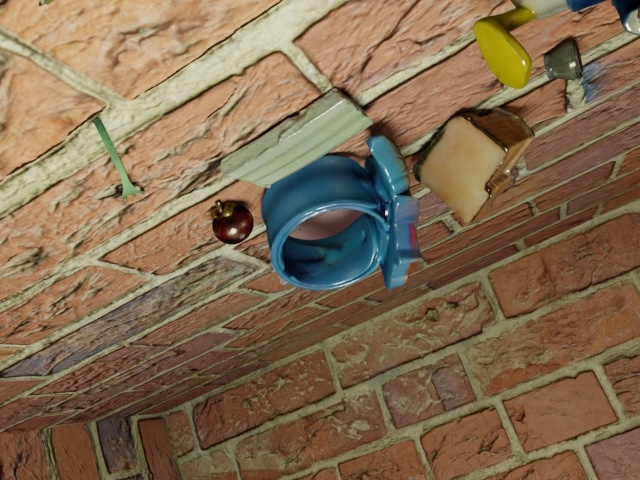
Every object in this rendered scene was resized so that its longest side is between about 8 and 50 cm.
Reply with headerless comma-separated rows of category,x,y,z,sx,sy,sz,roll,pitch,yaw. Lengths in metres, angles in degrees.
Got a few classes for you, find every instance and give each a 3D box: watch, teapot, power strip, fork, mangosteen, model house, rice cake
watch,0.032,-0.049,1.095,0.274,0.242,0.305,-10,136,-5
teapot,0.417,-0.306,1.034,0.057,0.066,0.088,-10,-167,31
power strip,0.000,0.000,1.343,0.278,0.109,0.037,-30,161,25
fork,-0.293,-0.103,0.870,0.039,0.021,0.235,-21,162,-11
mangosteen,-0.165,-0.032,1.122,0.080,0.081,0.081,-19,162,-7
model house,0.319,-0.166,1.189,0.172,0.166,0.183,-25,153,-41
rice cake,-0.039,-0.156,0.966,0.237,0.043,0.127,-30,159,22

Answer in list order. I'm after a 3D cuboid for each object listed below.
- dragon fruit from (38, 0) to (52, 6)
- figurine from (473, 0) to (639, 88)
dragon fruit,-0.105,-0.267,0.279,0.244,0.244,0.299,-14,142,-21
figurine,0.352,-0.335,0.675,0.338,0.283,0.205,-36,123,-13
